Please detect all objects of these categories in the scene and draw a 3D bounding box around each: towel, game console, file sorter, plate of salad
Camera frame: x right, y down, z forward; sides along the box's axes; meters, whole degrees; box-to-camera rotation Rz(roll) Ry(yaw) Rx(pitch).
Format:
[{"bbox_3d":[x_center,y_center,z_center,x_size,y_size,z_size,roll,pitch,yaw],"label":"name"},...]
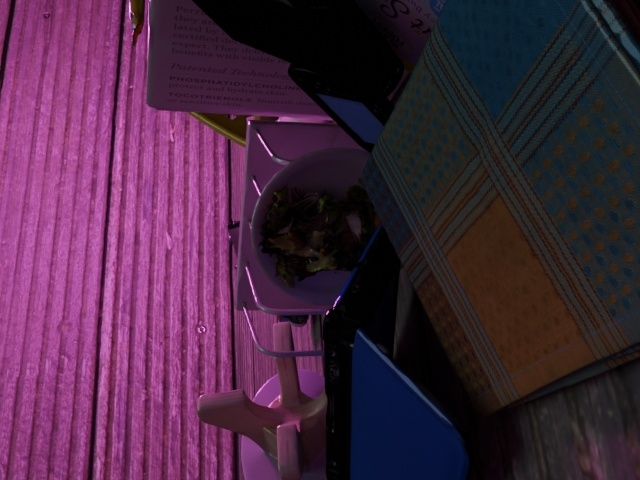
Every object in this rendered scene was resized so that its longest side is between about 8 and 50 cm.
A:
[{"bbox_3d":[0.136,-0.029,0.543,0.370,0.040,0.272,115,134,-64],"label":"towel"},{"bbox_3d":[0.018,-0.156,0.742,0.213,0.361,0.044,31,88,39],"label":"game console"},{"bbox_3d":[0.098,0.173,0.809,0.250,0.173,0.293,-57,-24,-43],"label":"game console"},{"bbox_3d":[0.000,0.000,1.007,0.173,0.192,0.278,-121,34,-63],"label":"file sorter"},{"bbox_3d":[0.019,-0.009,0.880,0.048,0.199,0.200,-111,26,-64],"label":"plate of salad"}]

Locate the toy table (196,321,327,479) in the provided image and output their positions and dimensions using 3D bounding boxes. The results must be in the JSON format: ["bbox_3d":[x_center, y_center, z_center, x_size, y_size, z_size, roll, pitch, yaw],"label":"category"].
[{"bbox_3d":[-0.038,0.266,1.100,0.274,0.252,0.161,-114,10,-46],"label":"toy table"}]

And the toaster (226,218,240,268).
[{"bbox_3d":[-0.062,0.000,1.312,0.168,0.185,0.110,155,101,-88],"label":"toaster"}]

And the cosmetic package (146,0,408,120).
[{"bbox_3d":[-0.037,-0.377,0.898,0.394,0.327,0.330,126,144,-68],"label":"cosmetic package"}]

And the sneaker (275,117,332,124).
[{"bbox_3d":[-0.024,-0.187,1.379,0.292,0.110,0.118,167,97,-86],"label":"sneaker"}]

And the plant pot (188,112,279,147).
[{"bbox_3d":[-0.151,-0.365,1.605,0.207,0.227,0.228,-41,-25,-39],"label":"plant pot"}]

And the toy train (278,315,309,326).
[{"bbox_3d":[-0.046,0.085,1.480,0.105,0.080,0.184,-122,35,-59],"label":"toy train"}]

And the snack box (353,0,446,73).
[{"bbox_3d":[0.090,-0.210,0.590,0.070,0.207,0.174,-48,1,-18],"label":"snack box"}]

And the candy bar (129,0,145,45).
[{"bbox_3d":[-0.205,-0.299,0.850,0.040,0.018,0.162,128,141,-69],"label":"candy bar"}]

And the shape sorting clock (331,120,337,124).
[{"bbox_3d":[0.034,-0.101,1.205,0.206,0.040,0.206,176,90,-81],"label":"shape sorting clock"}]
